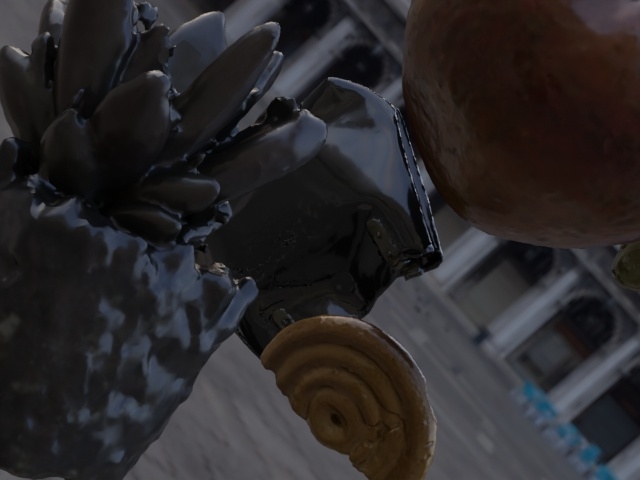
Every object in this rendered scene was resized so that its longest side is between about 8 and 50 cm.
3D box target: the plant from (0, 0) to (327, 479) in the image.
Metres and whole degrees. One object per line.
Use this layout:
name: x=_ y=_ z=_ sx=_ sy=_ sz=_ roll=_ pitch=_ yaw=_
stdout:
plant: x=-0.133 y=-0.019 z=0.852 sx=0.181 sy=0.321 sz=0.194 roll=24 pitch=3 yaw=-44

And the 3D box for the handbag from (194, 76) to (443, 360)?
handbag: x=0.000 y=0.000 z=1.659 sx=0.152 sy=0.342 sz=0.288 roll=26 pitch=27 yaw=-45

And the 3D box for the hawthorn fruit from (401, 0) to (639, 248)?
hawthorn fruit: x=0.252 y=-0.164 z=1.392 sx=0.403 sy=0.403 sz=0.403 roll=48 pitch=3 yaw=-4

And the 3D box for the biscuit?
biscuit: x=0.043 y=0.164 z=1.434 sx=0.224 sy=0.144 sz=0.033 roll=49 pitch=27 yaw=11

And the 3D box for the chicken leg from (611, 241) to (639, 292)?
chicken leg: x=0.395 y=-0.019 z=1.570 sx=0.070 sy=0.178 sz=0.093 roll=32 pitch=-5 yaw=-17
